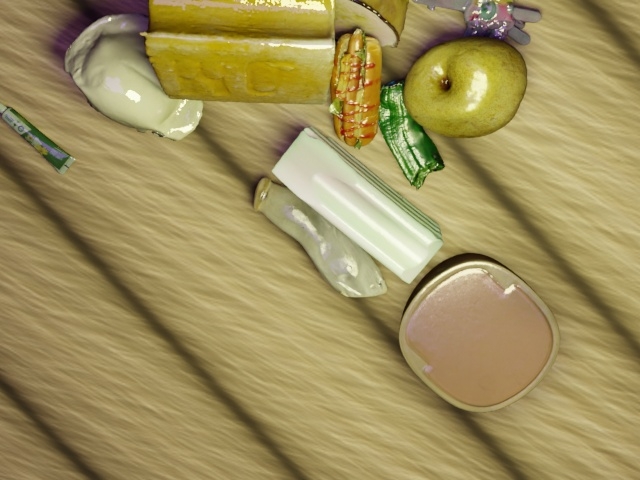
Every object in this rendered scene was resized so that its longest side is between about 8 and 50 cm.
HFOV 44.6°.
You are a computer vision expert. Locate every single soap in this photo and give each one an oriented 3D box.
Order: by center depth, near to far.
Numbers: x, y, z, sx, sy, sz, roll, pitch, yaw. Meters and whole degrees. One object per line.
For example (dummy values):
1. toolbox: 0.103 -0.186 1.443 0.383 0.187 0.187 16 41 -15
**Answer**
1. soap: -0.141 -0.360 1.437 0.335 0.293 0.156 2 77 -4
2. soap: 0.078 -0.076 1.551 0.347 0.208 0.115 39 101 -2

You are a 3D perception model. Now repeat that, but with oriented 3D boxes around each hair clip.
1. hair clip: 0.289 -0.452 1.524 0.279 0.090 0.137 23 109 2

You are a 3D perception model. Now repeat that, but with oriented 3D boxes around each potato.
1. potato: 0.083 -0.536 1.482 0.229 0.229 0.266 20 87 2

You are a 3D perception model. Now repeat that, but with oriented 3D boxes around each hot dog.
1. hot dog: 0.066 -0.295 1.536 0.104 0.076 0.250 14 131 14

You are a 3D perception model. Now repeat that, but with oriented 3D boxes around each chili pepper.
1. chili pepper: 0.178 -0.214 1.592 0.098 0.061 0.224 -21 99 4

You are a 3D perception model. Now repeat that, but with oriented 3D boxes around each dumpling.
1. dumpling: -0.367 -0.339 1.595 0.175 0.243 0.226 24 82 39

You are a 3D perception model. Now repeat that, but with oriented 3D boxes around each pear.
1. pear: 0.282 -0.290 1.497 0.229 0.211 0.188 -8 84 38

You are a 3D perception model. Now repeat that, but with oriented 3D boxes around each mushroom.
1. mushroom: 0.001 -0.002 1.635 0.351 0.097 0.109 45 99 1

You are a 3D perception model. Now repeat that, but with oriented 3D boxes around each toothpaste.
1. toothpaste: -0.621 -0.225 1.686 0.204 0.031 0.049 42 103 -4

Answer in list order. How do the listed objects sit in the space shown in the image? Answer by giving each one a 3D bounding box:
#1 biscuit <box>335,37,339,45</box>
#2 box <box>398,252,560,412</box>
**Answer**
1. biscuit: 0.027 -0.378 1.599 0.083 0.018 0.081 18 102 3
2. box: 0.306 0.165 1.571 0.301 0.216 0.300 1 101 4
